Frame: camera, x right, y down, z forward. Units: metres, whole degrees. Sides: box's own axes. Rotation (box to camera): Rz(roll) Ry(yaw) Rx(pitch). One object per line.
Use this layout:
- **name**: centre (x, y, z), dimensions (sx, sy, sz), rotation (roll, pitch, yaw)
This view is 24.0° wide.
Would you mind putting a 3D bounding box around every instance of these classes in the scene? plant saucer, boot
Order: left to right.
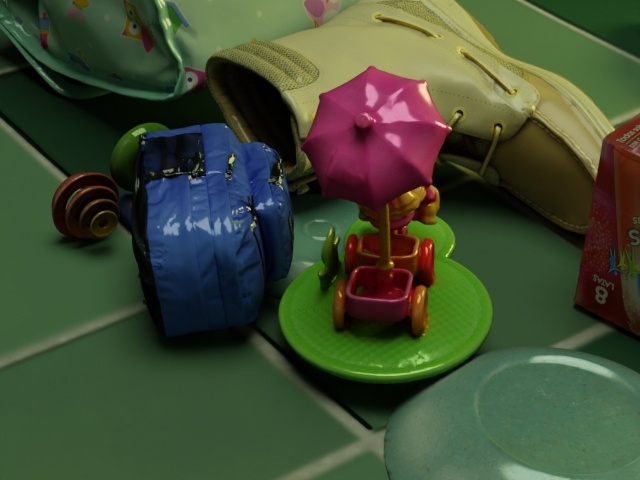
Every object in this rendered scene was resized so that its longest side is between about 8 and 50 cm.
- **plant saucer**: centre (0.000, 0.000, 1.000), dimensions (0.119, 0.021, 0.119), rotation (3, 34, -2)
- **boot**: centre (0.067, -0.072, 1.027), dimensions (0.203, 0.095, 0.262), rotation (-24, 58, -36)
- **plant saucer**: centre (0.133, 0.109, 0.839), dimensions (0.194, 0.037, 0.195), rotation (2, 33, -2)

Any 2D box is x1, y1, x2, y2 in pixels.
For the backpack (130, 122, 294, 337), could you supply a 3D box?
- **backpack**: centre (-0.067, -0.006, 0.924), dimensions (0.101, 0.098, 0.120), rotation (-9, 38, 4)

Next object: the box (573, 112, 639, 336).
- **box**: centre (0.288, -0.036, 0.991), dimensions (0.122, 0.128, 0.257), rotation (27, 40, 30)

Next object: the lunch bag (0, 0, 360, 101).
- **lunch bag**: centre (-0.116, -0.208, 1.168), dimensions (0.223, 0.160, 0.262), rotation (-27, 25, -37)

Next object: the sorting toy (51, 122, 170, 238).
- **sorting toy**: centre (-0.127, -0.029, 0.996), dimensions (0.102, 0.061, 0.042), rotation (-36, 47, -14)

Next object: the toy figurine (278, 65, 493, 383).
- **toy figurine**: centre (0.041, -0.032, 0.884), dimensions (0.130, 0.159, 0.173), rotation (5, 35, 10)
